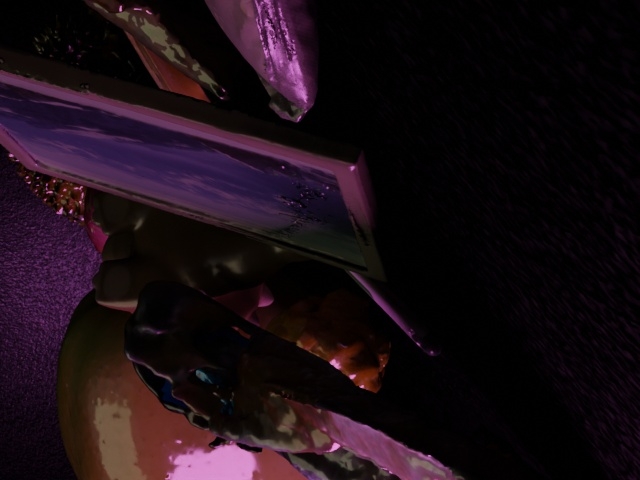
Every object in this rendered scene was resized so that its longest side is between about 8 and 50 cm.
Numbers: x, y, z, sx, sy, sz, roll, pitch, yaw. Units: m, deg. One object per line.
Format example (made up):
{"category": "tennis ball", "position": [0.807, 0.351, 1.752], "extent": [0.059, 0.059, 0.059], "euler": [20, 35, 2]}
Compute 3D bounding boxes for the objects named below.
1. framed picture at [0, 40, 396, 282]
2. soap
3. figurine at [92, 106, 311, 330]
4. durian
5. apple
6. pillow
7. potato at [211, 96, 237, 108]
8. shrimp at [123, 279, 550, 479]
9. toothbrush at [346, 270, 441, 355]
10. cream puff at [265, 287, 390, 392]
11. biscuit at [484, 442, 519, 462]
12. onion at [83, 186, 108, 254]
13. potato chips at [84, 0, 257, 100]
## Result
{"category": "framed picture", "position": [-0.113, -0.059, 0.800], "extent": [0.335, 0.022, 0.247], "euler": [17, 166, 13]}
{"category": "soap", "position": [-0.170, -0.192, 1.249], "extent": [0.252, 0.037, 0.092], "euler": [59, 170, -34]}
{"category": "figurine", "position": [-0.092, -0.001, 1.038], "extent": [0.173, 0.247, 0.177], "euler": [15, -133, -58]}
{"category": "durian", "position": [-0.302, -0.159, 1.493], "extent": [0.258, 0.258, 0.293], "euler": [44, 163, 55]}
{"category": "apple", "position": [-0.162, 0.219, 1.595], "extent": [0.473, 0.473, 0.473], "euler": [53, 173, 9]}
{"category": "pillow", "position": [-0.049, -0.164, 0.482], "extent": [0.169, 0.059, 0.255], "euler": [55, 175, 17]}
{"category": "potato", "position": [-0.124, -0.095, 1.141], "extent": [0.066, 0.103, 0.096], "euler": [53, 172, -13]}
{"category": "shrimp", "position": [0.024, 0.154, 0.854], "extent": [0.446, 0.110, 0.221], "euler": [22, 165, 25]}
{"category": "toothbrush", "position": [-0.004, 0.003, 1.066], "extent": [0.418, 0.040, 0.042], "euler": [45, 166, 52]}
{"category": "cream puff", "position": [0.018, 0.106, 1.190], "extent": [0.146, 0.116, 0.146], "euler": [24, 152, 14]}
{"category": "biscuit", "position": [0.199, 0.264, 0.999], "extent": [0.182, 0.034, 0.215], "euler": [51, 172, 24]}
{"category": "onion", "position": [-0.182, -0.050, 1.385], "extent": [0.230, 0.163, 0.230], "euler": [10, 158, 4]}
{"category": "potato chips", "position": [-0.235, -0.186, 0.679], "extent": [0.389, 0.097, 0.373], "euler": [16, 179, 21]}
